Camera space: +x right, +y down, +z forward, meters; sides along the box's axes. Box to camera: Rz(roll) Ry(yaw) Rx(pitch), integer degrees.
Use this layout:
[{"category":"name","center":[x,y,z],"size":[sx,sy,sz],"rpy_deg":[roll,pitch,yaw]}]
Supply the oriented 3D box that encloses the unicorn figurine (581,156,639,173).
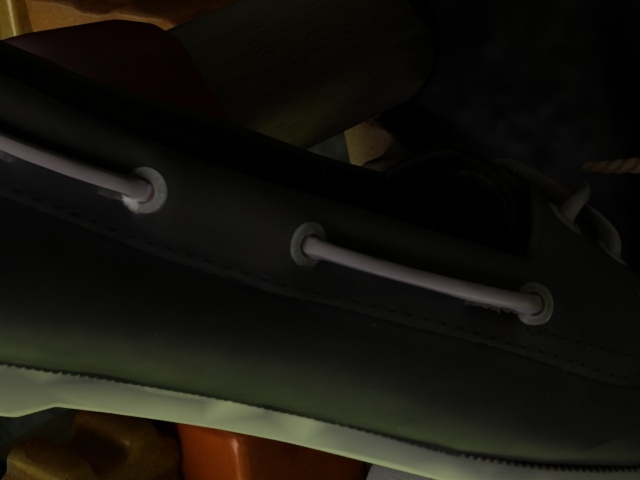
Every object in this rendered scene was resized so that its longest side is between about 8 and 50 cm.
[{"category":"unicorn figurine","center":[0.161,-0.016,0.478],"size":[0.162,0.060,0.111],"rpy_deg":[-42,58,35]}]

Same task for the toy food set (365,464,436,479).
[{"category":"toy food set","center":[0.079,0.151,0.606],"size":[0.104,0.111,0.232],"rpy_deg":[12,103,48]}]

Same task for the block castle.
[{"category":"block castle","center":[-0.096,0.116,0.724],"size":[0.303,0.213,0.453],"rpy_deg":[14,122,43]}]

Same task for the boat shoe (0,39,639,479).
[{"category":"boat shoe","center":[0.000,0.000,0.493],"size":[0.112,0.335,0.095],"rpy_deg":[32,110,61]}]
